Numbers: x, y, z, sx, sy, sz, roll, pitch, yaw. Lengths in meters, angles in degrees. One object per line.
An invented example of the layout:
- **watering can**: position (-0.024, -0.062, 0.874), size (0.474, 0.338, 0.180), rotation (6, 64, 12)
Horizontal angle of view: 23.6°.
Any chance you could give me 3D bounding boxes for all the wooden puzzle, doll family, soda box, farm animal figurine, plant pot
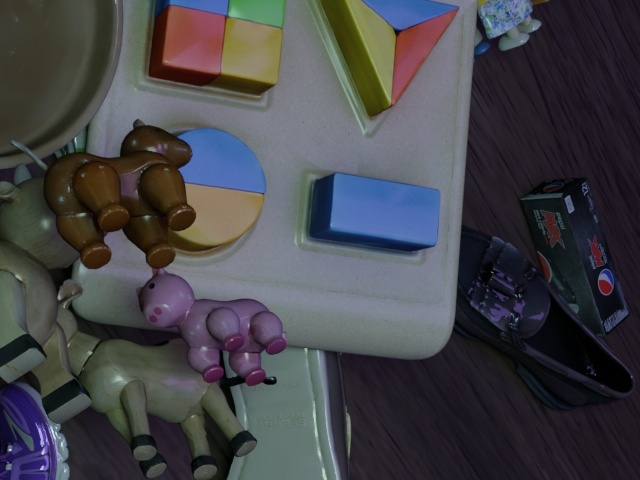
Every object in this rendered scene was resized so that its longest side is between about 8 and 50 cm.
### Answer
- **wooden puzzle**: position (-0.020, -0.091, 1.216), size (0.322, 0.080, 0.348), rotation (8, 85, -21)
- **doll family**: position (0.184, -0.300, 1.528), size (0.263, 0.118, 0.163), rotation (-50, 121, -33)
- **soda box**: position (0.274, 0.019, 1.647), size (0.053, 0.060, 0.169), rotation (-34, 111, -41)
- **farm animal figurine**: position (-0.198, 0.049, 1.052), size (0.326, 0.172, 0.330), rotation (-21, 141, -15)
- **plant pot**: position (-0.267, -0.165, 1.096), size (0.237, 0.109, 0.237), rotation (2, 87, -43)

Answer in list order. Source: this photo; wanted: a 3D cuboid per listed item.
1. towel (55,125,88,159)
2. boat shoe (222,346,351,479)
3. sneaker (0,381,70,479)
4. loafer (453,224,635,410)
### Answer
- **towel**: position (-0.148, -0.229, 1.266), size (0.248, 0.038, 0.325), rotation (-15, 97, -45)
- **boat shoe**: position (-0.026, 0.182, 1.319), size (0.097, 0.116, 0.324), rotation (-4, 91, -72)
- **sneaker**: position (-0.231, 0.192, 1.151), size (0.071, 0.068, 0.170), rotation (-1, 89, -37)
- **loafer**: position (0.219, 0.076, 1.566), size (0.302, 0.095, 0.109), rotation (42, 61, -35)
